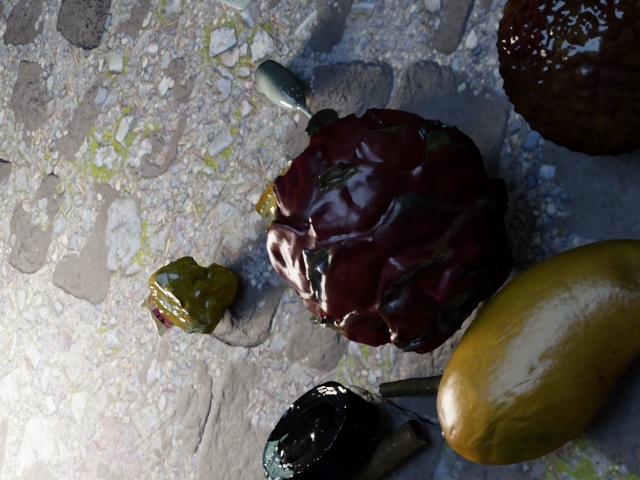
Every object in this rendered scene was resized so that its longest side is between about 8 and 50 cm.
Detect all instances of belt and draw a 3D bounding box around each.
[{"bbox_3d":[-0.003,0.289,1.593,0.198,0.078,0.151,-36,30,37],"label":"belt"}]

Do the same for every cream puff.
[{"bbox_3d":[-0.209,0.081,1.878,0.116,0.146,0.146,-43,37,-23],"label":"cream puff"}]

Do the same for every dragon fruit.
[{"bbox_3d":[0.093,-0.016,1.444,0.329,0.329,0.329,-15,69,44],"label":"dragon fruit"}]

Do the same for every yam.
[{"bbox_3d":[0.124,0.206,1.548,0.129,0.027,0.033,-16,67,44],"label":"yam"},{"bbox_3d":[0.031,0.349,1.598,0.327,0.045,0.045,-42,82,33],"label":"yam"}]

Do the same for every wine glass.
[{"bbox_3d":[-0.043,-0.232,1.818,0.066,0.066,0.198,-59,44,18],"label":"wine glass"}]

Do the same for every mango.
[{"bbox_3d":[0.274,0.127,1.330,0.359,0.144,0.187,-50,60,17],"label":"mango"}]

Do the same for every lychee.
[{"bbox_3d":[0.326,-0.225,1.299,0.260,0.260,0.260,-15,69,44],"label":"lychee"}]

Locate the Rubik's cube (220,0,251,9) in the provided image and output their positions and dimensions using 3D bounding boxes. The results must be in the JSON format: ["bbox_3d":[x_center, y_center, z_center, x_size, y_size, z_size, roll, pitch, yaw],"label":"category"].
[{"bbox_3d":[-0.199,-0.644,1.910,0.322,0.316,0.319,-43,51,29],"label":"Rubik's cube"}]

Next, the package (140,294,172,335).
[{"bbox_3d":[-0.288,0.123,2.008,0.059,0.029,0.083,-48,59,18],"label":"package"}]

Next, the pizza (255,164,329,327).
[{"bbox_3d":[0.000,0.000,1.708,0.280,0.075,0.288,-22,66,46],"label":"pizza"}]
